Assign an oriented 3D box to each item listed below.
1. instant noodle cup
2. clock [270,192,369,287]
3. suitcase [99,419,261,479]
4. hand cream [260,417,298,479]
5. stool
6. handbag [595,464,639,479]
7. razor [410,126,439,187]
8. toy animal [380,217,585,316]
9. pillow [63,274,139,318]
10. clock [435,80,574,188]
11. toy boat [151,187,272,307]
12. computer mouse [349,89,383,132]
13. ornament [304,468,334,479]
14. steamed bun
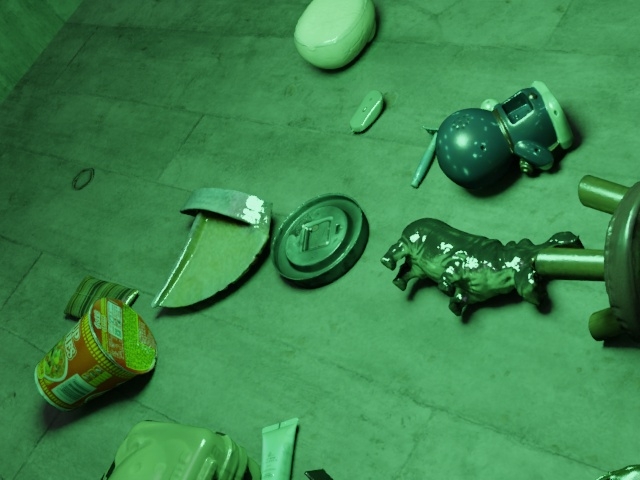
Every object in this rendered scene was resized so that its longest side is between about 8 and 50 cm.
[{"bbox_3d":[-0.482,0.253,2.066,0.212,0.193,0.193,-36,40,21],"label":"instant noodle cup"},{"bbox_3d":[0.000,0.000,1.997,0.215,0.042,0.215,-21,44,22],"label":"clock"},{"bbox_3d":[-0.302,0.484,1.693,0.339,0.194,0.351,-4,53,48],"label":"suitcase"},{"bbox_3d":[-0.079,0.403,1.708,0.078,0.050,0.205,-23,40,26],"label":"hand cream"},{"bbox_3d":[0.472,0.030,1.456,0.178,0.272,0.272,2,56,54],"label":"stool"},{"bbox_3d":[0.422,0.346,1.365,0.111,0.047,0.072,-23,50,21],"label":"handbag"},{"bbox_3d":[0.214,-0.167,1.981,0.068,0.040,0.135,10,67,43],"label":"razor"},{"bbox_3d":[0.276,0.048,1.697,0.343,0.106,0.168,8,53,35],"label":"toy animal"},{"bbox_3d":[-0.511,0.142,2.275,0.203,0.038,0.113,10,62,42],"label":"pillow"},{"bbox_3d":[0.331,-0.195,1.836,0.243,0.146,0.199,-25,48,8],"label":"clock"},{"bbox_3d":[-0.215,0.010,2.125,0.276,0.111,0.293,-7,64,33],"label":"toy boat"},{"bbox_3d":[0.104,-0.279,2.165,0.110,0.032,0.056,-56,41,-1],"label":"computer mouse"},{"bbox_3d":[-0.031,0.479,1.595,0.081,0.088,0.203,33,91,24],"label":"ornament"},{"bbox_3d":[0.043,-0.498,2.325,0.177,0.131,0.228,10,61,31],"label":"steamed bun"}]
